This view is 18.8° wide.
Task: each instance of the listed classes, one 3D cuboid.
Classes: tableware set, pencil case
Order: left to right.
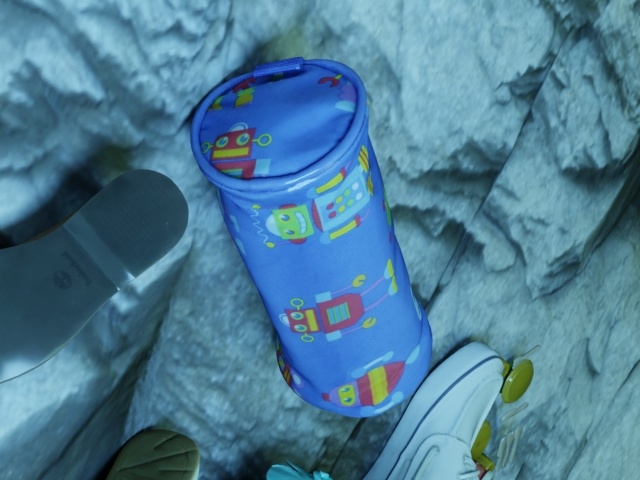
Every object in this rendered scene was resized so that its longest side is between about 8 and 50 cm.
[{"bbox_3d":[0.000,0.000,1.348,0.306,0.119,0.133,72,10,-52],"label":"pencil case"},{"bbox_3d":[0.162,0.171,1.859,0.104,0.024,0.154,-26,136,-43],"label":"tableware set"}]

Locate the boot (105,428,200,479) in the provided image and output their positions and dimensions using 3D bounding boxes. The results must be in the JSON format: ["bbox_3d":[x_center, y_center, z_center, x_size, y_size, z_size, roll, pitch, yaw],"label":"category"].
[{"bbox_3d":[-0.141,0.260,1.360,0.165,0.077,0.213,90,22,-44],"label":"boot"}]

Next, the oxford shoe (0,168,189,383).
[{"bbox_3d":[-0.174,0.035,1.157,0.212,0.076,0.076,-32,180,-28],"label":"oxford shoe"}]

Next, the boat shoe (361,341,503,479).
[{"bbox_3d":[0.097,0.213,1.718,0.267,0.088,0.096,-51,149,-19],"label":"boat shoe"}]

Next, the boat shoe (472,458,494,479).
[{"bbox_3d":[0.121,0.260,1.842,0.049,0.043,0.137,-43,161,-54],"label":"boat shoe"}]

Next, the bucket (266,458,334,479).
[{"bbox_3d":[0.003,0.328,1.486,0.281,0.183,0.281,20,90,-80],"label":"bucket"}]
